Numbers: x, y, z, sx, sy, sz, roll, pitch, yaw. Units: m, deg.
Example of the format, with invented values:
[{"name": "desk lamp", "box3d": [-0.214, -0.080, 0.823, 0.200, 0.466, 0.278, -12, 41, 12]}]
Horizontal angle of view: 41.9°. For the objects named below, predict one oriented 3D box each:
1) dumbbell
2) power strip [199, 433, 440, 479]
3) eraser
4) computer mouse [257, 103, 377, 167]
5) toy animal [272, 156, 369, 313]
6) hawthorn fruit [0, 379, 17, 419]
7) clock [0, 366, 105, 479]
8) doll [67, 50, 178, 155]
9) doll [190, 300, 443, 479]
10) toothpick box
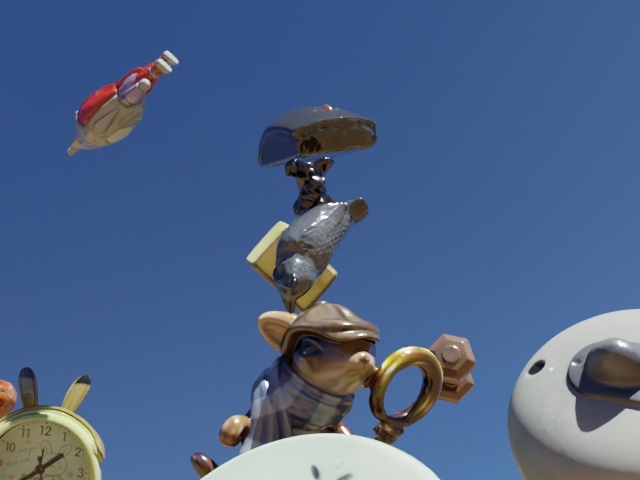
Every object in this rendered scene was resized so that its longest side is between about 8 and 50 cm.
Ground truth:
[{"name": "dumbbell", "box3d": [0.252, 0.250, 1.607, 0.082, 0.092, 0.231, -18, -24, 1]}, {"name": "power strip", "box3d": [-0.010, 0.337, 0.723, 0.357, 0.357, 0.161, -22, -57, 7]}, {"name": "eraser", "box3d": [-0.060, 0.057, 1.755, 0.117, 0.058, 0.172, -50, -63, -8]}, {"name": "computer mouse", "box3d": [-0.017, -0.196, 1.532, 0.170, 0.100, 0.269, -13, 4, -23]}, {"name": "toy animal", "box3d": [0.002, 0.003, 1.101, 0.117, 0.210, 0.121, 5, -35, 1]}, {"name": "hawthorn fruit", "box3d": [-0.514, 0.242, 1.312, 0.066, 0.067, 0.103, -4, -35, -18]}, {"name": "clock", "box3d": [-0.369, 0.291, 1.112, 0.170, 0.232, 0.069, 9, -3, -7]}, {"name": "doll", "box3d": [-0.290, -0.188, 1.186, 0.227, 0.102, 0.075, -37, -72, 25]}, {"name": "doll", "box3d": [-0.005, 0.265, 1.259, 0.317, 0.340, 0.209, 21, -7, -18]}, {"name": "toothpick box", "box3d": [0.284, 0.195, 0.678, 0.229, 0.229, 0.316, -23, -59, 9]}]
